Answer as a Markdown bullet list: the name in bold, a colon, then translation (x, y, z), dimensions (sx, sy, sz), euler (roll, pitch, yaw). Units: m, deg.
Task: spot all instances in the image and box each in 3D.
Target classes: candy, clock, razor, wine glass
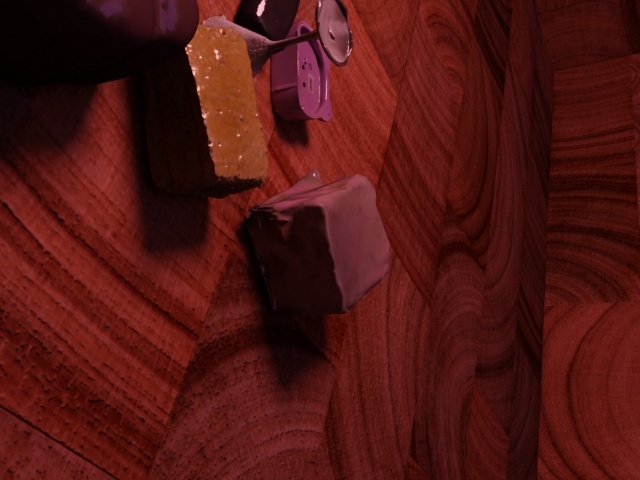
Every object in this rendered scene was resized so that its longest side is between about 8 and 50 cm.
- **candy**: translation (0.000, 0.000, 1.038), dimensions (0.195, 0.137, 0.184), euler (-33, 112, -57)
- **clock**: translation (-0.030, -0.256, 1.130), dimensions (0.110, 0.050, 0.152), euler (19, 67, -59)
- **razor**: translation (-0.074, -0.347, 1.066), dimensions (0.090, 0.054, 0.148), euler (50, 42, -40)
- **wine glass**: translation (-0.057, -0.258, 0.941), dimensions (0.122, 0.183, 0.122), euler (22, 64, -57)

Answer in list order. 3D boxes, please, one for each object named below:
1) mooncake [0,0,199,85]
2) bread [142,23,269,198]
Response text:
- **mooncake**: translation (-0.236, -0.289, 0.655), dimensions (0.306, 0.154, 0.305), euler (31, 55, -58)
- **bread**: translation (-0.139, -0.150, 0.851), dimensions (0.138, 0.102, 0.196), euler (-10, 90, -64)
